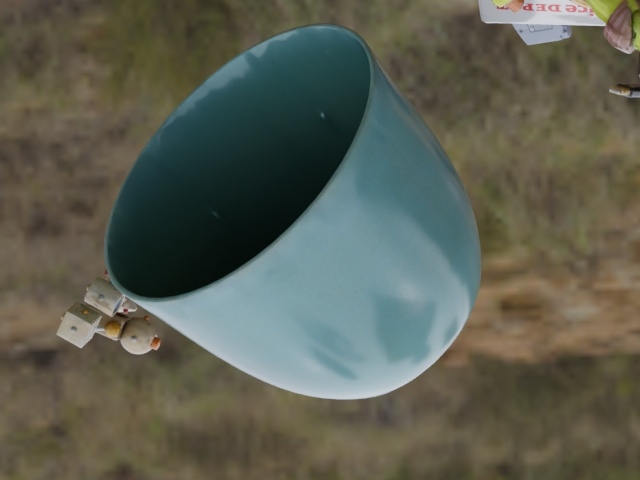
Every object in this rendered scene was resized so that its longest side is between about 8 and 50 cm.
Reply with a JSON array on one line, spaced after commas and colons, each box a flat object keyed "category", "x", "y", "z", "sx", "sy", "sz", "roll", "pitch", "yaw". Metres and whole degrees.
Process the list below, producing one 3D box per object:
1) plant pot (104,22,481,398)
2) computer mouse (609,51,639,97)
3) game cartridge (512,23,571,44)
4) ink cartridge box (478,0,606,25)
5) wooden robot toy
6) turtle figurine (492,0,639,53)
[{"category": "plant pot", "x": 0.000, "y": 0.000, "z": 1.634, "sx": 0.293, "sy": 0.293, "sz": 0.235, "roll": -5, "pitch": 140, "yaw": 47}, {"category": "computer mouse", "x": 0.396, "y": -0.214, "z": 2.171, "sx": 0.184, "sy": 0.060, "sz": 0.262, "roll": -23, "pitch": 176, "yaw": 35}, {"category": "game cartridge", "x": 0.198, "y": -0.224, "z": 1.785, "sx": 0.056, "sy": 0.083, "sz": 0.017, "roll": -6, "pitch": -149, "yaw": 39}, {"category": "ink cartridge box", "x": 0.197, "y": -0.272, "z": 1.531, "sx": 0.148, "sy": 0.086, "sz": 0.203, "roll": 4, "pitch": 140, "yaw": 16}, {"category": "wooden robot toy", "x": -0.184, "y": 0.074, "z": 1.798, "sx": 0.079, "sy": 0.076, "sz": 0.173, "roll": 29, "pitch": -174, "yaw": 7}, {"category": "turtle figurine", "x": 0.187, "y": -0.194, "z": 1.347, "sx": 0.217, "sy": 0.087, "sz": 0.269, "roll": 37, "pitch": -160, "yaw": 6}]
